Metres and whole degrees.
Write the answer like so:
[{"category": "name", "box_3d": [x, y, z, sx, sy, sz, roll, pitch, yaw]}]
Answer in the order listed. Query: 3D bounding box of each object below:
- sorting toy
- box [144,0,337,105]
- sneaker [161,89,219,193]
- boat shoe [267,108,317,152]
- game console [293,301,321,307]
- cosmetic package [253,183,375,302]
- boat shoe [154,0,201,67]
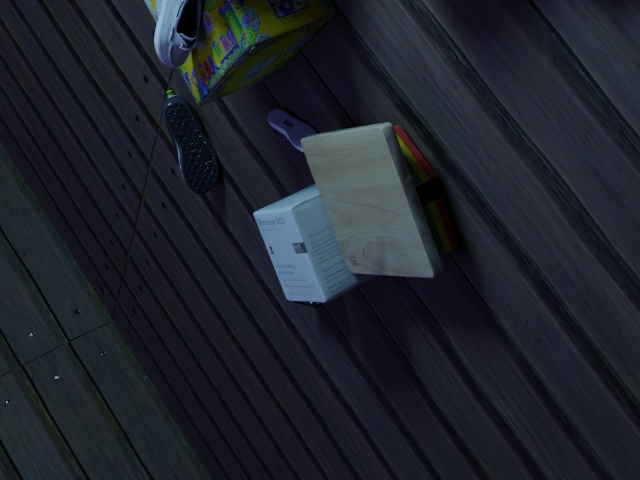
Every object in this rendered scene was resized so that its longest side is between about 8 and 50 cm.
[{"category": "sorting toy", "box_3d": [0.105, -0.075, 1.808, 0.257, 0.089, 0.256, 1, 115, 60]}, {"category": "box", "box_3d": [-0.158, -0.426, 1.856, 0.279, 0.177, 0.290, 63, 153, 0]}, {"category": "sneaker", "box_3d": [-0.285, -0.220, 2.394, 0.097, 0.084, 0.235, -122, 16, -70]}, {"category": "boat shoe", "box_3d": [-0.045, -0.197, 2.015, 0.142, 0.049, 0.040, 42, 165, 37]}, {"category": "game console", "box_3d": [-0.028, 0.069, 2.190, 0.071, 0.107, 0.122, 43, 163, -27]}, {"category": "cosmetic package", "box_3d": [0.000, 0.000, 1.988, 0.151, 0.151, 0.184, -4, 110, 60]}, {"category": "boat shoe", "box_3d": [-0.227, -0.349, 1.792, 0.063, 0.066, 0.184, 50, 141, 27]}]
